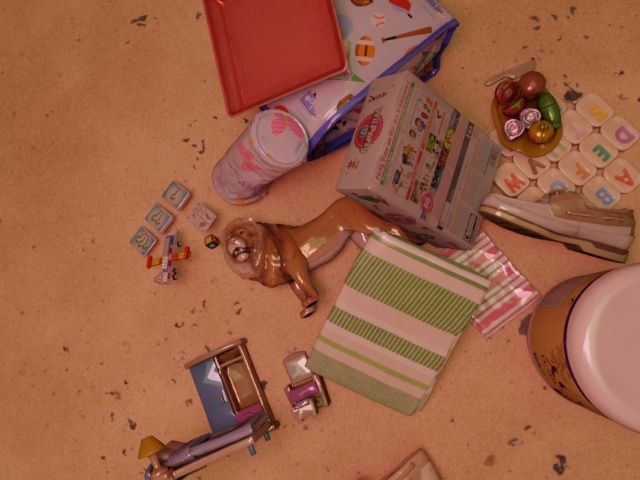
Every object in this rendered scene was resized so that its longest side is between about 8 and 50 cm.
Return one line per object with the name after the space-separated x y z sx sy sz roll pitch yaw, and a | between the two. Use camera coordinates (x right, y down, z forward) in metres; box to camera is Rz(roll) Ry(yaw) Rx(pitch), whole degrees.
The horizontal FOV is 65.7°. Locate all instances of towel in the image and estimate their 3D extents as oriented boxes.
0.141 0.162 0.947 0.247 0.038 0.325 25 109 3 | towel
0.329 0.082 1.012 0.144 0.029 0.197 -39 78 2 | towel

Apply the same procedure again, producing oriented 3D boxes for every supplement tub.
0.488 0.170 0.819 0.240 0.331 0.241 -1 80 9 | supplement tub

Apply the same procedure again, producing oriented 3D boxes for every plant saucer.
-0.083 -0.386 0.913 0.259 0.047 0.259 -14 87 26 | plant saucer

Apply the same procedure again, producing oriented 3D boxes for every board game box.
0.196 -0.136 0.934 0.097 0.303 0.224 7 75 52 | board game box

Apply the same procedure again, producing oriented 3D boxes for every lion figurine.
0.000 0.000 1.038 0.392 0.142 0.240 -25 70 -10 | lion figurine

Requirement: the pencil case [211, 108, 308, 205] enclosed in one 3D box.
-0.128 -0.156 0.998 0.124 0.273 0.113 49 60 -8 | pencil case

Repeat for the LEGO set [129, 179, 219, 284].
-0.323 -0.018 1.071 0.244 0.060 0.182 36 88 37 | LEGO set

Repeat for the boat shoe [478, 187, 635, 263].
0.456 -0.047 0.957 0.302 0.113 0.103 17 93 -7 | boat shoe

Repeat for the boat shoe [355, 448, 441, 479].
0.087 0.506 0.948 0.302 0.109 0.098 -28 73 -2 | boat shoe

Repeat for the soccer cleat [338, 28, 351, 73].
0.042 -0.342 0.898 0.035 0.029 0.083 -27 80 22 | soccer cleat

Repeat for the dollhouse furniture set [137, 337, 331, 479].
-0.163 0.287 0.916 0.286 0.303 0.198 -25 79 4 | dollhouse furniture set

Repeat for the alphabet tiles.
0.505 -0.174 1.029 0.284 0.021 0.278 -40 78 1 | alphabet tiles

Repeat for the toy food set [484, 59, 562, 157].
0.422 -0.282 1.021 0.128 0.071 0.218 -15 73 9 | toy food set

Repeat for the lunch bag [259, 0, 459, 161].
0.020 -0.392 1.031 0.385 0.239 0.328 -40 80 -6 | lunch bag
